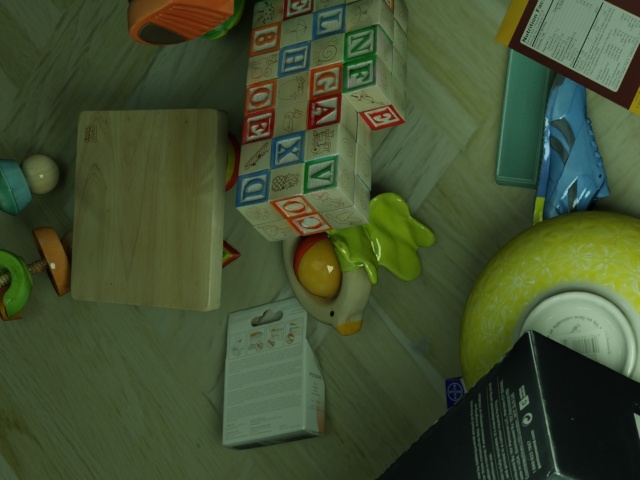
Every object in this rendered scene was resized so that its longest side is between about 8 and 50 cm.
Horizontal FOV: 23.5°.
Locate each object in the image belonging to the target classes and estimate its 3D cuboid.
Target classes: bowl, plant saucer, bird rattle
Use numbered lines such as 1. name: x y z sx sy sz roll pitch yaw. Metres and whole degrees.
1. bowl: 0.269 0.110 1.560 0.289 0.156 0.289 -1 88 16
2. plant saucer: 0.235 -0.155 1.742 0.067 0.018 0.192 9 96 38
3. bird rattle: 0.000 0.000 1.861 0.253 0.143 0.207 33 125 37

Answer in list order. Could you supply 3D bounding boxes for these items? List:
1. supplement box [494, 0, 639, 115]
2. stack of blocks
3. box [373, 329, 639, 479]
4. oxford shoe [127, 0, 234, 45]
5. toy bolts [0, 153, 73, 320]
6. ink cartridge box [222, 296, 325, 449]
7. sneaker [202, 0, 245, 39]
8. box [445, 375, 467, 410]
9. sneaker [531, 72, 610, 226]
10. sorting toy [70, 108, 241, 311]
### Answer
1. supplement box: 0.322 -0.214 1.562 0.194 0.191 0.129 34 109 33
2. stack of blocks: 0.006 -0.158 1.784 0.171 0.087 0.297 -11 56 24
3. box: 0.245 0.301 1.484 0.312 0.343 0.179 -49 28 33
4. oxford shoe: -0.094 -0.347 1.710 0.363 0.130 0.133 -23 70 35
5. toy bolts: -0.422 -0.010 2.217 0.228 0.158 0.218 64 164 9
6. ink cartridge box: -0.060 0.170 1.964 0.145 0.045 0.179 -16 61 38
7. sneaker: -0.200 -0.381 2.023 0.109 0.123 0.295 -44 64 29
8. box: 0.216 0.210 1.711 0.137 0.072 0.126 -7 85 37
9. sneaker: 0.282 -0.090 1.678 0.082 0.069 0.209 6 91 20
10. sorting toy: -0.208 -0.042 2.043 0.255 0.089 0.257 3 90 38
